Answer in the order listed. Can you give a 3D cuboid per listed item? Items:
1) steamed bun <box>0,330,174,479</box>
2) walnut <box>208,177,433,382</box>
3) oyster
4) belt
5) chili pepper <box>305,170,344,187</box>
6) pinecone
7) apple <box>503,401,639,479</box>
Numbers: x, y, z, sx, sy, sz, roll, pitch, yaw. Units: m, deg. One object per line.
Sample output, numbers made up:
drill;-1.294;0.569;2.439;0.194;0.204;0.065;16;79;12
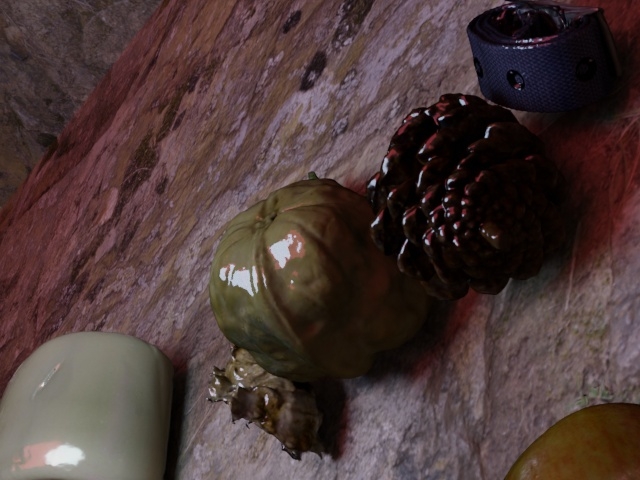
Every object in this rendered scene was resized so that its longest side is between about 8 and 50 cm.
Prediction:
steamed bun;-0.487;0.376;1.964;0.456;0.290;0.371;-37;39;41
walnut;-0.004;0.058;1.395;0.282;0.277;0.253;-44;32;6
oyster;-0.084;0.234;1.565;0.133;0.198;0.337;-41;14;-6
belt;0.275;-0.248;1.300;0.140;0.126;0.230;-26;24;-10
chili pepper;0.000;0.000;1.641;0.136;0.099;0.270;-46;37;47
pinecone;0.175;-0.065;1.265;0.244;0.244;0.309;-51;15;25
apple;0.262;0.267;0.853;0.264;0.264;0.264;-39;38;39
